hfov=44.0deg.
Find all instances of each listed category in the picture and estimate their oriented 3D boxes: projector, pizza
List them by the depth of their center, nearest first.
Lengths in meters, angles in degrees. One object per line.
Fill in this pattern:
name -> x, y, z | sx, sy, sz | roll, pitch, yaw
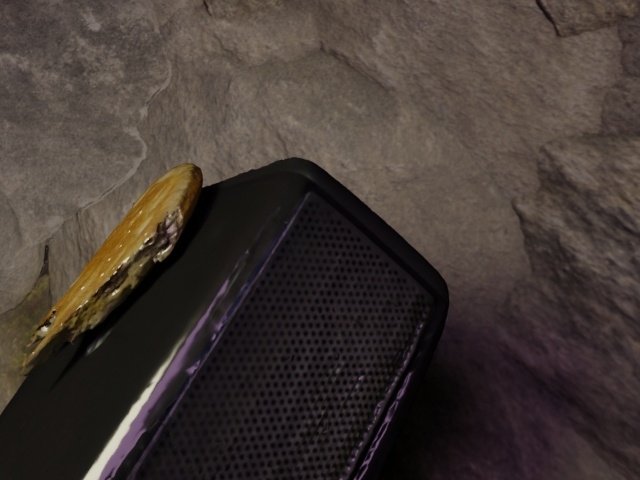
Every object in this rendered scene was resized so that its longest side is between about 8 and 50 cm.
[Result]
pizza -> -0.197, 0.027, 0.771 | 0.262, 0.034, 0.181 | -53, 22, -12
projector -> -0.120, 0.155, 0.786 | 0.395, 0.242, 0.405 | -11, 43, 58
